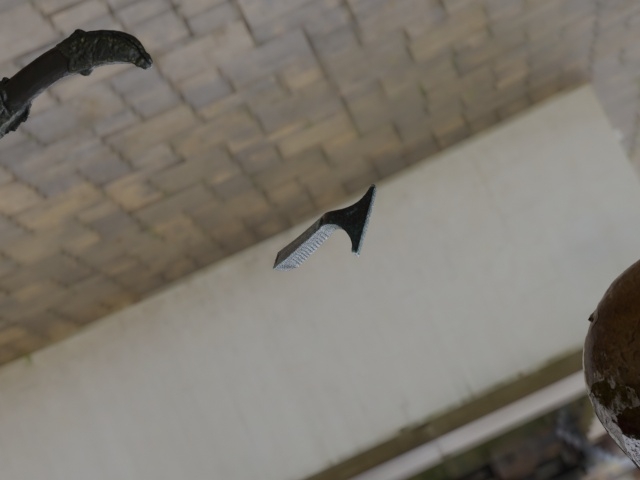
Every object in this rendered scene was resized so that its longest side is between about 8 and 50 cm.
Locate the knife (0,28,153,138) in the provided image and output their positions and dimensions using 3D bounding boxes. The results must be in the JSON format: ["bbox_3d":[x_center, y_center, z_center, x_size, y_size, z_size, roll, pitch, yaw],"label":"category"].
[{"bbox_3d":[-0.209,-0.089,1.129,0.222,0.046,0.021,-25,178,22],"label":"knife"}]

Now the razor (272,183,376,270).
[{"bbox_3d":[-0.005,-0.002,1.533,0.033,0.066,0.190,22,160,-17],"label":"razor"}]

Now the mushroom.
[{"bbox_3d":[0.303,0.101,1.197,0.231,0.194,0.138,4,177,-1],"label":"mushroom"}]
